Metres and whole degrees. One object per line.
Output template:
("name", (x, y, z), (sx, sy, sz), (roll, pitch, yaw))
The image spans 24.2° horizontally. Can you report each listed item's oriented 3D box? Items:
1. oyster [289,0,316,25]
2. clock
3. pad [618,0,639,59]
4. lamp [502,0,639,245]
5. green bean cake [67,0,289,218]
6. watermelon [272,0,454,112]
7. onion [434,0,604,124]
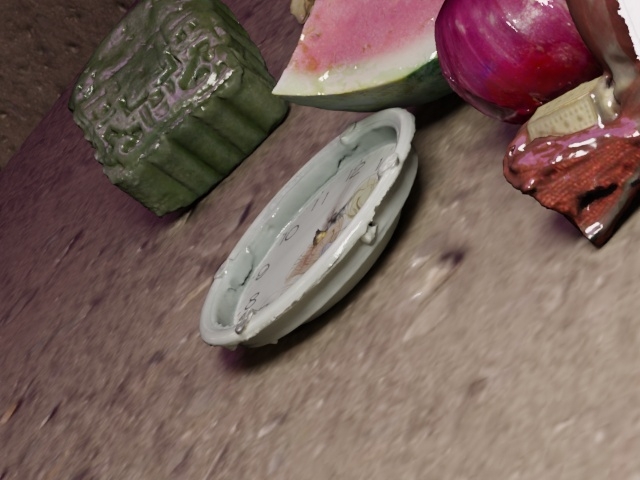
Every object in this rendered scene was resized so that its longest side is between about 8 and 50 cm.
("oyster", (0.069, -0.432, 1.895), (0.354, 0.107, 0.201), (-51, 21, -17))
("clock", (0.000, 0.000, 1.144), (0.236, 0.053, 0.236), (-44, 15, 15))
("pad", (0.221, -0.131, 0.720), (0.156, 0.004, 0.232), (-26, 60, 21))
("lamp", (0.191, -0.135, 0.831), (0.215, 0.151, 0.223), (-31, 24, 52))
("green bean cake", (-0.169, -0.162, 1.678), (0.222, 0.125, 0.227), (-44, 43, 11))
("watermelon", (0.088, -0.197, 1.208), (0.260, 0.176, 0.256), (-66, 10, -2))
("onion", (0.154, -0.161, 0.987), (0.177, 0.153, 0.177), (-33, 32, 24))
